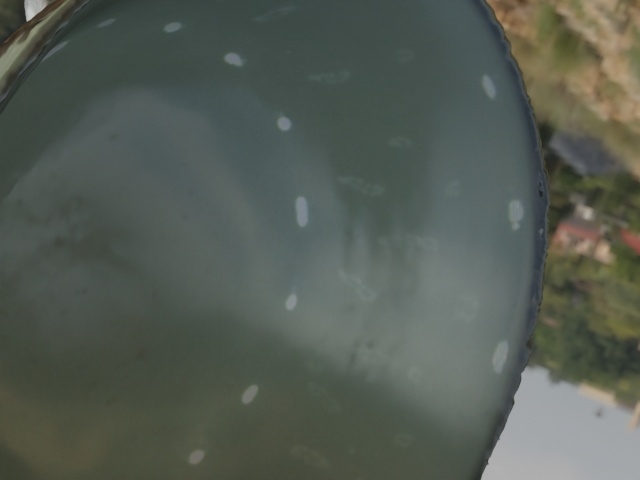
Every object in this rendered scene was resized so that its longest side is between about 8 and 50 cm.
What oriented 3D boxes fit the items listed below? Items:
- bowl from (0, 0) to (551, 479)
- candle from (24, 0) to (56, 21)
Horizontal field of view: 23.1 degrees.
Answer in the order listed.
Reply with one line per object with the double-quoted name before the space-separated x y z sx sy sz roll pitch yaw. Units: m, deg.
"bowl" -0.068 0.022 0.647 0.157 0.337 0.337 18 177 41
"candle" -0.104 -0.069 0.807 0.068 0.192 0.168 -13 157 -15
